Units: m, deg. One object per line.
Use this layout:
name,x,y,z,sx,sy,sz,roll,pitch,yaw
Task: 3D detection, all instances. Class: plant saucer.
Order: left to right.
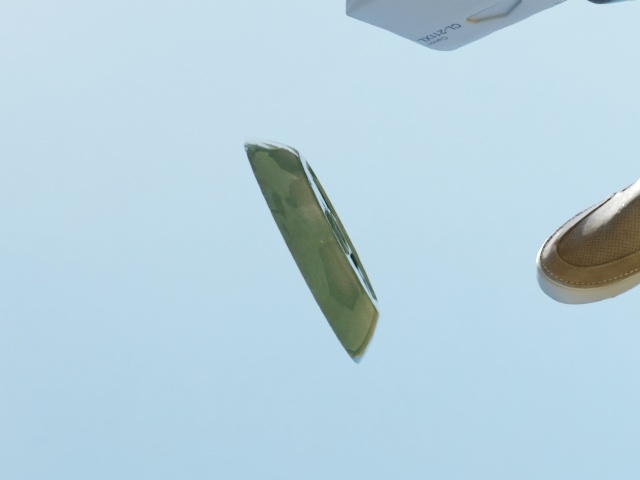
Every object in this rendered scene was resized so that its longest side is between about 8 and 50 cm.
plant saucer,0.000,0.000,0.922,0.119,0.021,0.119,63,-176,-8

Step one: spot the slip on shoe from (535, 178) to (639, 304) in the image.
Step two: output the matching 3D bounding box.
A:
slip on shoe,0.163,-0.015,0.965,0.051,0.135,0.041,53,161,41

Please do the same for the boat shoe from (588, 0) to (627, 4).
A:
boat shoe,0.210,-0.257,1.001,0.104,0.307,0.111,-9,-127,-24

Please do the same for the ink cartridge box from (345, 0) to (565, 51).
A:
ink cartridge box,0.080,-0.205,1.040,0.072,0.127,0.175,16,-113,-36
